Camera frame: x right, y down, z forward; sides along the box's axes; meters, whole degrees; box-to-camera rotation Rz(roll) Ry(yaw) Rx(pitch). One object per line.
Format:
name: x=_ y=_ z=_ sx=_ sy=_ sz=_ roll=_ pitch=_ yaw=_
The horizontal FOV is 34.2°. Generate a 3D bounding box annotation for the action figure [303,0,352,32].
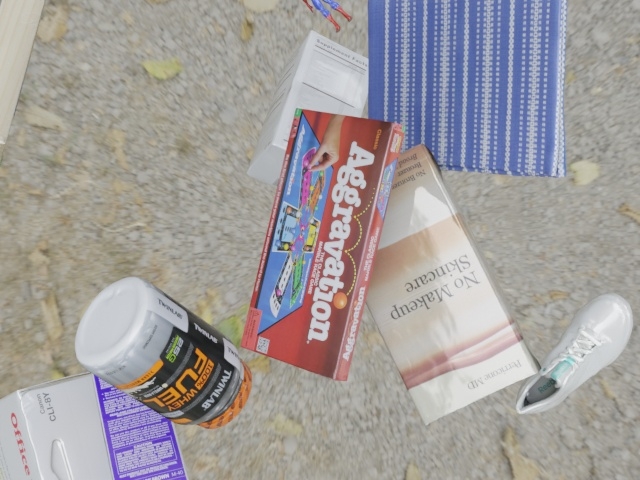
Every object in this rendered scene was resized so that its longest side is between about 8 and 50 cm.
action figure: x=-0.005 y=-0.348 z=1.488 sx=0.038 sy=0.030 sz=0.115 roll=-42 pitch=87 yaw=1

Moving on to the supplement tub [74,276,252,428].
supplement tub: x=-0.170 y=0.132 z=1.166 sx=0.117 sy=0.117 sz=0.190 roll=-50 pitch=128 yaw=0

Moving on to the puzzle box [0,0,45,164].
puzzle box: x=-0.443 y=-0.161 z=1.406 sx=0.052 sy=0.409 sz=0.272 roll=15 pitch=64 yaw=-18

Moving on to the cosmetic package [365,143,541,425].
cosmetic package: x=0.130 y=0.054 z=1.242 sx=0.153 sy=0.129 sz=0.296 roll=-29 pitch=80 yaw=9

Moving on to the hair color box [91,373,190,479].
hair color box: x=-0.264 y=0.314 z=1.545 sx=0.110 sy=0.339 sz=0.185 roll=-12 pitch=128 yaw=-11

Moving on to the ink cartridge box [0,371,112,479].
ink cartridge box: x=-0.490 y=0.411 z=1.830 sx=0.160 sy=0.384 sz=0.279 roll=-13 pitch=81 yaw=-39

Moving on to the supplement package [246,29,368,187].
supplement package: x=-0.014 y=-0.212 z=1.802 sx=0.139 sy=0.134 sz=0.244 roll=25 pitch=63 yaw=-15

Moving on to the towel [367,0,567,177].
towel: x=0.176 y=-0.206 z=1.309 sx=0.040 sy=0.336 sz=0.243 roll=-9 pitch=102 yaw=-38

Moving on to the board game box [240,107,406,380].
board game box: x=0.000 y=0.000 z=1.149 sx=0.145 sy=0.027 sz=0.281 roll=14 pitch=91 yaw=39

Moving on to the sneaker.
sneaker: x=0.342 y=0.163 z=1.411 sx=0.080 sy=0.094 sz=0.212 roll=42 pitch=114 yaw=19
